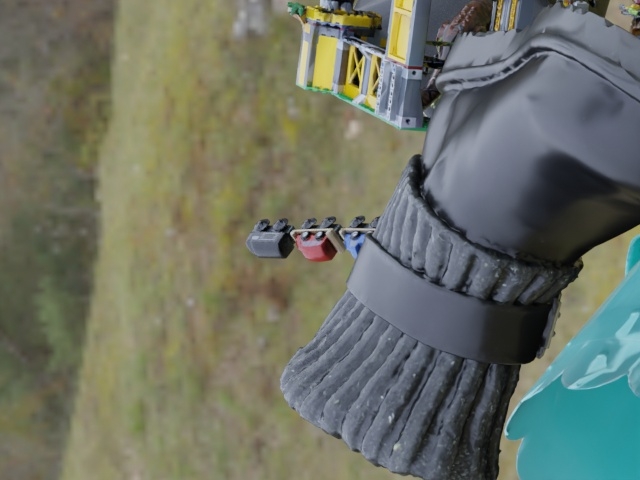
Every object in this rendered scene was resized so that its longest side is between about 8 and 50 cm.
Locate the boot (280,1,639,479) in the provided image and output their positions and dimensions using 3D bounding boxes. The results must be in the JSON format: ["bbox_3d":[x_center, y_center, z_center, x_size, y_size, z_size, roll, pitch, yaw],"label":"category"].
[{"bbox_3d":[0.104,0.018,1.010,0.260,0.131,0.348,-63,11,-3],"label":"boot"}]

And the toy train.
[{"bbox_3d":[0.000,0.000,1.462,0.158,0.036,0.027,-1,132,42],"label":"toy train"}]

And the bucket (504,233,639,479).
[{"bbox_3d":[0.282,0.123,1.228,0.281,0.183,0.281,30,152,18],"label":"bucket"}]

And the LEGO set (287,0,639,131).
[{"bbox_3d":[0.148,-0.193,1.431,0.255,0.331,0.192,-127,43,-72],"label":"LEGO set"}]

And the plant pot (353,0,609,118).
[{"bbox_3d":[0.169,-0.225,1.726,0.167,0.187,0.188,-23,30,36],"label":"plant pot"}]
